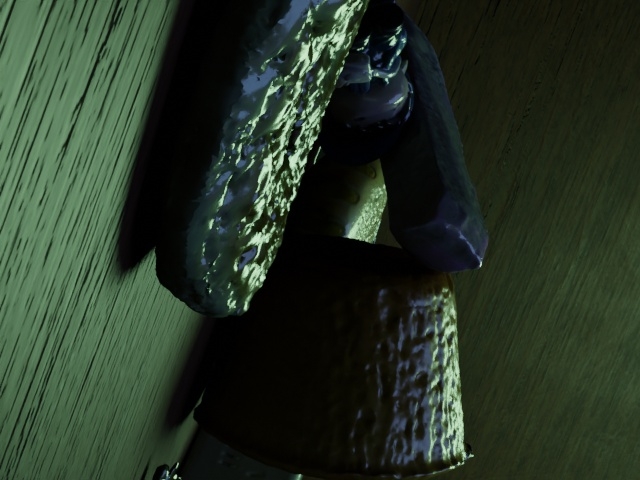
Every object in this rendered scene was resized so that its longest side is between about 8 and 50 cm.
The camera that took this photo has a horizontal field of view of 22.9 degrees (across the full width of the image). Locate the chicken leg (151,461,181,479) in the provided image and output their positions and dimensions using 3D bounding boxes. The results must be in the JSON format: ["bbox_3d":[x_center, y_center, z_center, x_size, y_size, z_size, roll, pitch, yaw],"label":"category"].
[{"bbox_3d":[-0.119,0.357,1.053,0.201,0.153,0.429,-37,141,-71],"label":"chicken leg"}]

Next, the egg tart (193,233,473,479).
[{"bbox_3d":[0.018,0.092,1.188,0.215,0.215,0.170,-59,158,-78],"label":"egg tart"}]

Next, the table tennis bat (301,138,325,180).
[{"bbox_3d":[0.023,-0.131,1.518,0.274,0.021,0.154,-62,173,-57],"label":"table tennis bat"}]

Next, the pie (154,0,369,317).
[{"bbox_3d":[-0.012,-0.079,0.659,0.240,0.054,0.240,22,90,-90],"label":"pie"}]

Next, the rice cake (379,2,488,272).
[{"bbox_3d":[0.075,-0.089,1.275,0.064,0.070,0.399,-38,-156,16],"label":"rice cake"}]

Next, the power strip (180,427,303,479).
[{"bbox_3d":[-0.073,0.214,1.318,0.338,0.098,0.058,-67,174,-55],"label":"power strip"}]

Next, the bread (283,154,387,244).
[{"bbox_3d":[0.000,0.000,1.310,0.094,0.083,0.157,-51,160,-75],"label":"bread"}]

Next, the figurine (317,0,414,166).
[{"bbox_3d":[0.029,-0.122,1.157,0.086,0.087,0.149,-24,150,-11],"label":"figurine"}]
